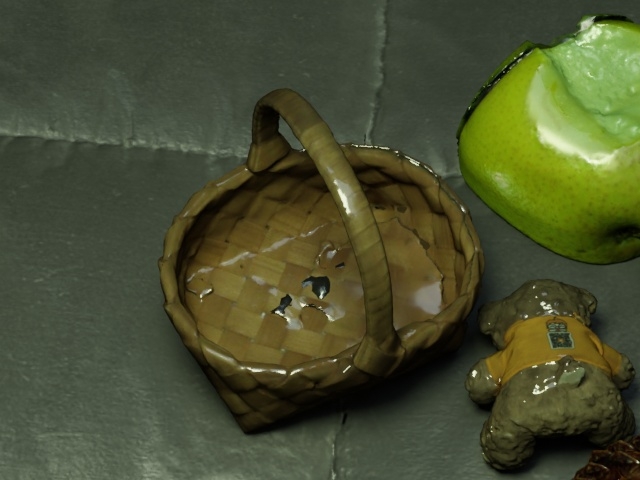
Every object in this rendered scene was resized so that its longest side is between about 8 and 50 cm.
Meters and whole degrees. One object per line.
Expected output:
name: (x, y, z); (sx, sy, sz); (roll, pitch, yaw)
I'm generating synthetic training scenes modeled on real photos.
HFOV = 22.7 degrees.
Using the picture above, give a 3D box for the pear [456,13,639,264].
pear: (0.321, -0.102, 1.778); (0.292, 0.159, 0.292); (1, 59, -2)

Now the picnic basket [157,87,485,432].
picnic basket: (0.000, 0.000, 1.613); (0.337, 0.337, 0.293); (-22, 59, -14)

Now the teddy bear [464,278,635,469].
teddy bear: (0.235, 0.125, 1.647); (0.177, 0.140, 0.190); (-8, 49, -2)

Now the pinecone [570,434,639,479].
pinecone: (0.326, 0.261, 1.545); (0.165, 0.163, 0.163); (-24, 59, -36)
